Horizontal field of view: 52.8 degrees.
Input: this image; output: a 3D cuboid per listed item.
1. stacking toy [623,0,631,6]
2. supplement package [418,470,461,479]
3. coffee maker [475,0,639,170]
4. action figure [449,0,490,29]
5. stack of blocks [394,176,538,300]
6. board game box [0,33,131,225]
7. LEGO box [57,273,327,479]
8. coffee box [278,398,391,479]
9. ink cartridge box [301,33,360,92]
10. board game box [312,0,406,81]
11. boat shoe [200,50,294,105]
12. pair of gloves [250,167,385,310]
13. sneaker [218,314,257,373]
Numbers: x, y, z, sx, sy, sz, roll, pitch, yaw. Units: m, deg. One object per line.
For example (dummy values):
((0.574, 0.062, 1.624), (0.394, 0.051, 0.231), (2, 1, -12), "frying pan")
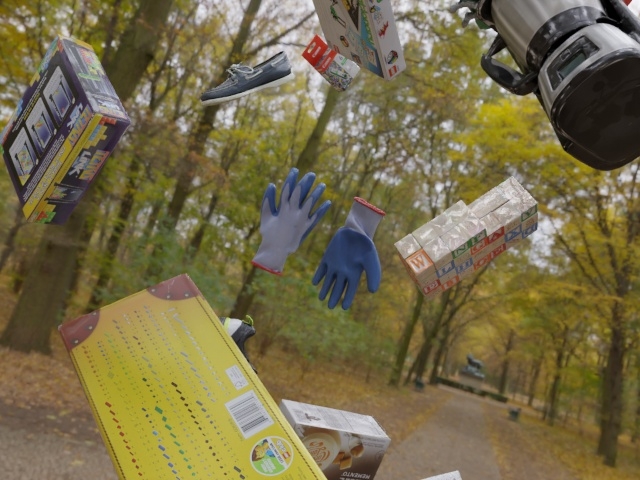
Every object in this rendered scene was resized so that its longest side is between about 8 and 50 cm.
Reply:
((0.300, -0.416, 0.816), (0.309, 0.279, 0.130), (20, 27, -41), "stacking toy")
((0.142, 0.439, 1.017), (0.179, 0.105, 0.105), (5, -31, -39), "supplement package")
((0.244, -0.160, 0.565), (0.171, 0.178, 0.120), (1, -40, -18), "coffee maker")
((0.376, -0.488, 1.362), (0.137, 0.063, 0.232), (33, -5, -33), "action figure")
((0.319, -0.008, 1.392), (0.087, 0.297, 0.171), (57, 1, 30), "stack of blocks")
((-0.301, -0.126, 0.748), (0.048, 0.170, 0.141), (6, 44, -52), "board game box")
((-0.134, 0.348, 0.841), (0.500, 0.193, 0.373), (46, -30, 41), "LEGO box")
((0.010, 0.448, 1.404), (0.246, 0.141, 0.098), (19, 10, -28), "coffee box")
((0.022, -0.370, 1.342), (0.115, 0.063, 0.029), (39, -12, -26), "ink cartridge box")
((0.044, -0.444, 1.142), (0.193, 0.053, 0.305), (42, -15, 38), "board game box")
((-0.176, -0.384, 1.531), (0.254, 0.079, 0.095), (-25, 22, -23), "boat shoe")
((0.000, 0.000, 0.881), (0.198, 0.159, 0.023), (26, 14, 13), "pair of gloves")
((-0.166, 0.256, 1.202), (0.097, 0.235, 0.084), (8, -3, -6), "sneaker")
